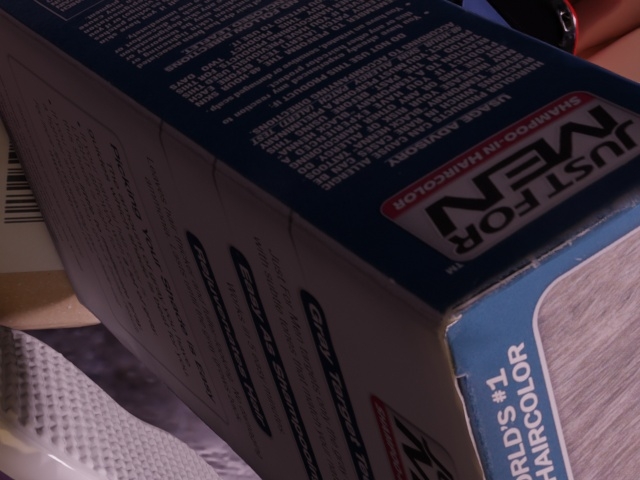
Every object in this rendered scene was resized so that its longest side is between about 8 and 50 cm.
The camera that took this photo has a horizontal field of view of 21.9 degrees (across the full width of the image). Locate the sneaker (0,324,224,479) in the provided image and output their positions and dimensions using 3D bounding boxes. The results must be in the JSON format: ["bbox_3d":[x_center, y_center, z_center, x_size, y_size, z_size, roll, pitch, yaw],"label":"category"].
[{"bbox_3d":[-0.141,0.147,0.776,0.161,0.102,0.282,-37,149,0],"label":"sneaker"}]

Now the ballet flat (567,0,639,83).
[{"bbox_3d":[0.131,-0.171,0.807,0.182,0.164,0.483,-38,120,19],"label":"ballet flat"}]

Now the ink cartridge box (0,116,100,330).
[{"bbox_3d":[-0.185,-0.077,0.712,0.193,0.088,0.235,-4,114,-26],"label":"ink cartridge box"}]

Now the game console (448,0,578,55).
[{"bbox_3d":[0.048,-0.078,0.779,0.085,0.124,0.144,-26,147,-18],"label":"game console"}]

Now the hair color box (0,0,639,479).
[{"bbox_3d":[0.000,0.000,0.580,0.105,0.347,0.174,-30,126,-18],"label":"hair color box"}]
